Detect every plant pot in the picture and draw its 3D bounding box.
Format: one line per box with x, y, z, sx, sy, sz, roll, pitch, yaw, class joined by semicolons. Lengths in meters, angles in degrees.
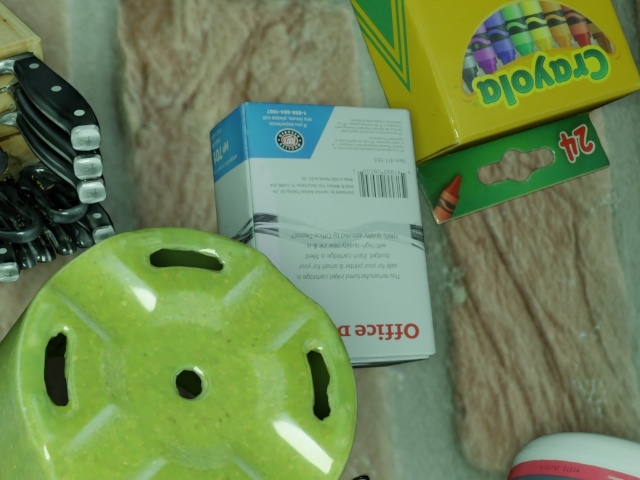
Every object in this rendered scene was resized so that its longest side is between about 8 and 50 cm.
-0.106;0.130;0.756;0.276;0.254;0.276;11;57;-18;plant pot

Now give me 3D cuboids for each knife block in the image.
-0.223;-0.103;0.801;0.088;0.242;0.275;-22;88;-29;knife block

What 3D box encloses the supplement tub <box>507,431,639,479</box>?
0.193;0.293;0.938;0.191;0.191;0.272;31;67;-16;supplement tub

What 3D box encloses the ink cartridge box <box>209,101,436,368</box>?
0.000;0.000;0.975;0.140;0.082;0.190;0;79;-25;ink cartridge box

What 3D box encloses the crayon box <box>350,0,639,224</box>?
0.136;-0.194;1.087;0.202;0.081;0.318;-19;88;-28;crayon box

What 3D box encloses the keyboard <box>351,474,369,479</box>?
-0.001;0.234;0.946;0.192;0.038;0.100;-14;84;-28;keyboard
